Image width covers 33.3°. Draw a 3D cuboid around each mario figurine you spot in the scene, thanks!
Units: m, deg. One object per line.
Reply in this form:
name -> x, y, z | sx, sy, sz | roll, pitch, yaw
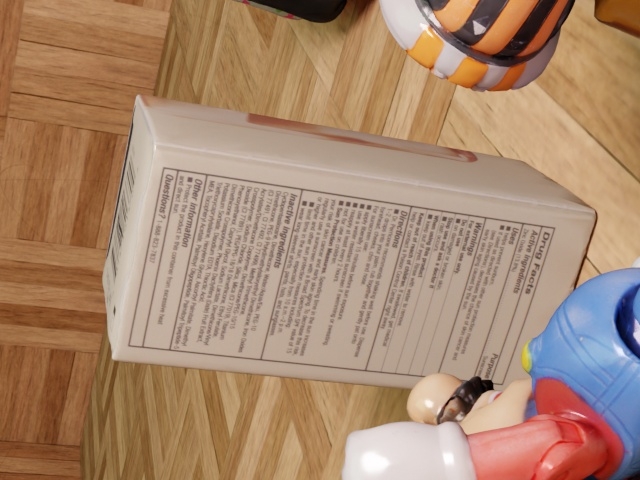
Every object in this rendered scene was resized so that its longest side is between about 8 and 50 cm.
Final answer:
mario figurine -> 0.115, 0.057, 0.514 | 0.320, 0.198, 0.170 | -57, 25, 24

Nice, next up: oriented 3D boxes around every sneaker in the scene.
sneaker -> 0.116, -0.236, 0.517 | 0.180, 0.125, 0.321 | 125, 154, -52

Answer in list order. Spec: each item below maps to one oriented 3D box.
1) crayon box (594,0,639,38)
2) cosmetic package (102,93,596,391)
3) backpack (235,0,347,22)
crayon box -> 0.212, -0.220, 0.478 | 0.318, 0.081, 0.202 | 118, 170, -47
cosmetic package -> 0.012, 0.006, 0.732 | 0.129, 0.296, 0.153 | -122, 44, -64
backpack -> -0.047, -0.383, 1.190 | 0.191, 0.225, 0.253 | 161, 119, -64
